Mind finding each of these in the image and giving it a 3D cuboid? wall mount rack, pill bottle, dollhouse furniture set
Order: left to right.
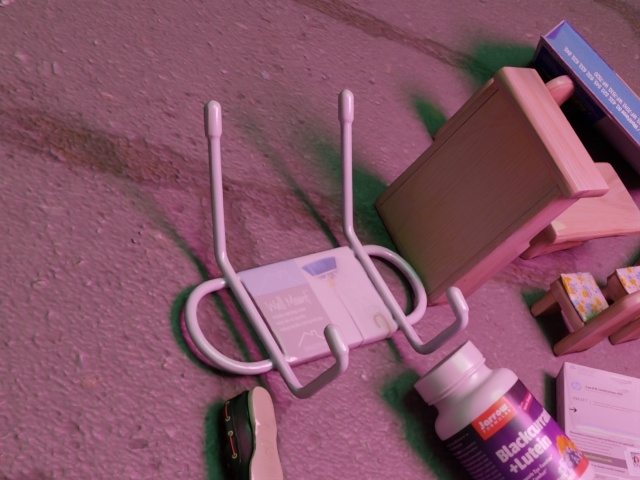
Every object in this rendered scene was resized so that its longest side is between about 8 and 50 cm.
[{"bbox_3d":[0.000,0.000,1.119,0.350,0.130,0.304,-12,65,-46],"label":"wall mount rack"},{"bbox_3d":[0.192,0.206,1.122,0.193,0.108,0.108,50,40,7],"label":"pill bottle"},{"bbox_3d":[0.308,-0.067,1.338,0.394,0.256,0.362,-5,60,-42],"label":"dollhouse furniture set"}]

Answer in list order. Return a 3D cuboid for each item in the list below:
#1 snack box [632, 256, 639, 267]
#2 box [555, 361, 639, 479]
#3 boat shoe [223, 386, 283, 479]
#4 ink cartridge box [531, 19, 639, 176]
[{"bbox_3d":[0.593,0.141,1.553,0.322,0.060,0.187,48,40,5],"label":"snack box"},{"bbox_3d":[0.355,0.240,1.246,0.145,0.038,0.186,13,46,-2],"label":"box"},{"bbox_3d":[-0.064,0.201,0.966,0.049,0.042,0.133,40,33,-47],"label":"boat shoe"},{"bbox_3d":[0.455,-0.206,1.621,0.303,0.072,0.307,49,7,3],"label":"ink cartridge box"}]
